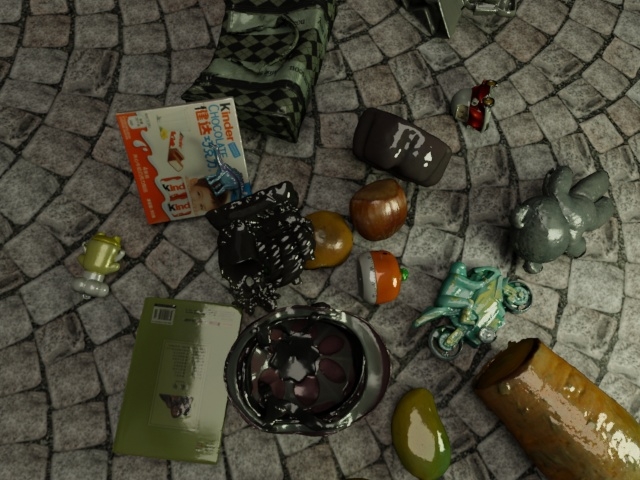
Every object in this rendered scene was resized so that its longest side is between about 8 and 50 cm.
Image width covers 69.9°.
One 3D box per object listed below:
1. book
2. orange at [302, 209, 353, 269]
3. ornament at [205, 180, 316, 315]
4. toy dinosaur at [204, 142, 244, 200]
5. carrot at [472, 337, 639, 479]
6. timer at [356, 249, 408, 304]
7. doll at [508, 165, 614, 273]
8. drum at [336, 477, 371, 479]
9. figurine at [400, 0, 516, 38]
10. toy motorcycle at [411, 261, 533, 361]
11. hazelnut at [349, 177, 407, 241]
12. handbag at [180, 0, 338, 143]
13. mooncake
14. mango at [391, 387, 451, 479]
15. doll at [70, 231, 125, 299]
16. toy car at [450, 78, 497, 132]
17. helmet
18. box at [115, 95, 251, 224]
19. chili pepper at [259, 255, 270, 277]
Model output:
[{"bbox_3d":[-0.322,0.312,1.052,0.240,0.035,0.351,7,76,0],"label":"book"},{"bbox_3d":[0.000,0.000,1.119,0.160,0.112,0.169,32,88,4],"label":"orange"},{"bbox_3d":[-0.122,0.026,1.051,0.252,0.106,0.260,-23,77,5],"label":"ornament"},{"bbox_3d":[-0.222,-0.140,1.081,0.080,0.197,0.045,-33,37,-11],"label":"toy dinosaur"},{"bbox_3d":[0.523,0.387,0.992,0.224,0.224,0.340,-40,78,-12],"label":"carrot"},{"bbox_3d":[0.153,0.086,1.106,0.136,0.099,0.136,0,88,0],"label":"timer"},{"bbox_3d":[0.602,-0.059,1.169,0.341,0.158,0.245,-32,111,-25],"label":"doll"},{"bbox_3d":[-0.044,0.616,0.797,0.432,0.431,0.214,-21,75,-9],"label":"drum"},{"bbox_3d":[0.396,-0.737,1.298,0.285,0.167,0.342,-42,103,-4],"label":"figurine"},{"bbox_3d":[0.359,0.152,1.101,0.297,0.109,0.198,-35,78,-13],"label":"toy motorcycle"},{"bbox_3d":[0.148,-0.072,1.130,0.151,0.150,0.150,1,76,-4],"label":"hazelnut"},{"bbox_3d":[-0.157,-0.485,1.203,0.317,0.180,0.415,13,76,12],"label":"handbag"},{"bbox_3d":[0.195,-0.226,1.123,0.245,0.245,0.133,23,97,2],"label":"mooncake"},{"bbox_3d":[0.221,0.439,1.035,0.122,0.085,0.190,-19,68,2],"label":"mango"},{"bbox_3d":[-0.530,0.061,1.088,0.106,0.062,0.162,14,75,4],"label":"doll"},{"bbox_3d":[0.412,-0.372,1.245,0.112,0.112,0.139,11,65,15],"label":"toy car"},{"bbox_3d":[-0.038,0.271,0.998,0.339,0.197,0.270,-4,85,-12],"label":"helmet"},{"bbox_3d":[-0.312,-0.188,1.094,0.265,0.048,0.273,-11,115,-6],"label":"box"},{"bbox_3d":[-0.154,0.037,1.124,0.182,0.050,0.073,36,97,14],"label":"chili pepper"}]
